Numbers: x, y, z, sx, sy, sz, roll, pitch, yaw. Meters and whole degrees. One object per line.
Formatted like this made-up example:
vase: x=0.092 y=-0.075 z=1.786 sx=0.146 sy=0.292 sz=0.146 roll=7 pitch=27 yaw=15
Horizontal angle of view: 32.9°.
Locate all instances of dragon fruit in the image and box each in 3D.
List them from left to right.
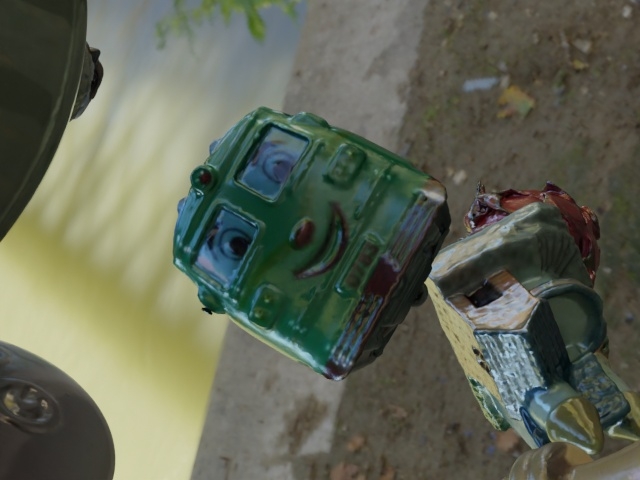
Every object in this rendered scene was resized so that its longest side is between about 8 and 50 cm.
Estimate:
dragon fruit: x=0.293 y=0.016 z=1.583 sx=0.193 sy=0.274 sz=0.192 roll=-145 pitch=51 yaw=-62

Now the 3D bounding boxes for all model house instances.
model house: x=0.282 y=0.142 z=1.247 sx=0.194 sy=0.267 sz=0.325 roll=-27 pitch=24 yaw=-2

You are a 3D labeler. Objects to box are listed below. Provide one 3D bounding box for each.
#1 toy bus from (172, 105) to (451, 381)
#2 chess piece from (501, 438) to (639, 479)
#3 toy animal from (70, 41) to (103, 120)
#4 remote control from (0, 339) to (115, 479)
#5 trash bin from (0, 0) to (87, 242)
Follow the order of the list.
toy bus: x=0.000 y=0.000 z=0.946 sx=0.183 sy=0.199 sz=0.343 roll=-60 pitch=-9 yaw=0
chess piece: x=0.180 y=0.204 z=0.816 sx=0.397 sy=0.117 sz=0.117 roll=-29 pitch=50 yaw=35
toy animal: x=-0.250 y=-0.133 z=0.933 sx=0.137 sy=0.098 sz=0.098 roll=-28 pitch=48 yaw=16
remote control: x=-0.240 y=0.149 z=0.634 sx=0.332 sy=0.221 sz=0.103 roll=-90 pitch=16 yaw=-66
trash bin: x=-0.307 y=-0.122 z=0.463 sx=0.280 sy=0.432 sz=0.280 roll=-9 pitch=71 yaw=26
